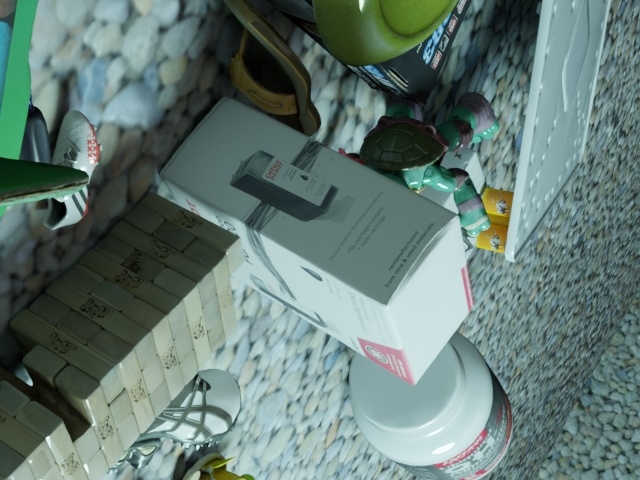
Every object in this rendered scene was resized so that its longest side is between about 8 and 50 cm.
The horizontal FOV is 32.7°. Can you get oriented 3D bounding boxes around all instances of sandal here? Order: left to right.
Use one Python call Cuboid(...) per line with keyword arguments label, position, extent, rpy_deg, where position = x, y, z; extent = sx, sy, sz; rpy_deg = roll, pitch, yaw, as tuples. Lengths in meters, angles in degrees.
Cuboid(label="sandal", position=(-0.043, -0.123, 0.843), extent=(0.049, 0.072, 0.180), rpy_deg=(-39, 156, -8))

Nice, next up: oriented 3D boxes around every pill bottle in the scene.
Cuboid(label="pill bottle", position=(0.138, 0.204, 1.379), extent=(0.176, 0.176, 0.318), rpy_deg=(-60, 156, -9))

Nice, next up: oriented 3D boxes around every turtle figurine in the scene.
Cuboid(label="turtle figurine", position=(0.082, -0.063, 1.021), extent=(0.234, 0.175, 0.118), rpy_deg=(-57, 163, -47))

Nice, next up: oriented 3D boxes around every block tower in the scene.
Cuboid(label="block tower", position=(-0.184, 0.113, 0.744), extent=(0.335, 0.091, 0.097), rpy_deg=(-48, 152, -31))

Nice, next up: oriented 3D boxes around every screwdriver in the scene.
Cuboid(label="screwdriver", position=(-0.177, -0.106, 0.639), extent=(0.025, 0.024, 0.170), rpy_deg=(-82, 174, -58))

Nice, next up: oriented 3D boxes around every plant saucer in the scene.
Cuboid(label="plant saucer", position=(0.076, -0.240, 0.822), extent=(0.241, 0.037, 0.241), rpy_deg=(-44, 148, -36))

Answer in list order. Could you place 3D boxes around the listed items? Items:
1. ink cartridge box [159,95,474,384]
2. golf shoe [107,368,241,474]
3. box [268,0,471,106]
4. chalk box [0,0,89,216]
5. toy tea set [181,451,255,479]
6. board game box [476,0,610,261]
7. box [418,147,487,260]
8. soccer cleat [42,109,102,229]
Cuboid(label="ink cartridge box", position=(0.000, 0.000, 0.850), extent=(0.092, 0.218, 0.158), rpy_deg=(-51, 153, -16))
Cuboid(label="golf shoe", position=(-0.120, 0.123, 0.902), extent=(0.198, 0.077, 0.094), rpy_deg=(-13, 125, -62))
Cuboid(label="box", position=(0.076, -0.291, 0.901), extent=(0.295, 0.073, 0.293), rpy_deg=(-65, 157, 1))
Cuboid(label="chalk box", position=(-0.203, -0.045, 0.307), extent=(0.180, 0.289, 0.179), rpy_deg=(-17, 128, -58))
Cuboid(label="toy tea set", position=(-0.149, 0.338, 0.989), extent=(0.336, 0.124, 0.200), rpy_deg=(-20, 131, -58))
Cuboid(label="board game box", position=(0.277, -0.221, 1.279), extent=(0.390, 0.050, 0.390), rpy_deg=(-42, 140, -58))
Cuboid(label="box", position=(0.116, -0.029, 1.211), extent=(0.130, 0.091, 0.170), rpy_deg=(-59, 156, -11))
Cuboid(label="soccer cleat", position=(-0.164, -0.044, 0.708), extent=(0.035, 0.029, 0.083), rpy_deg=(-39, 150, -51))
